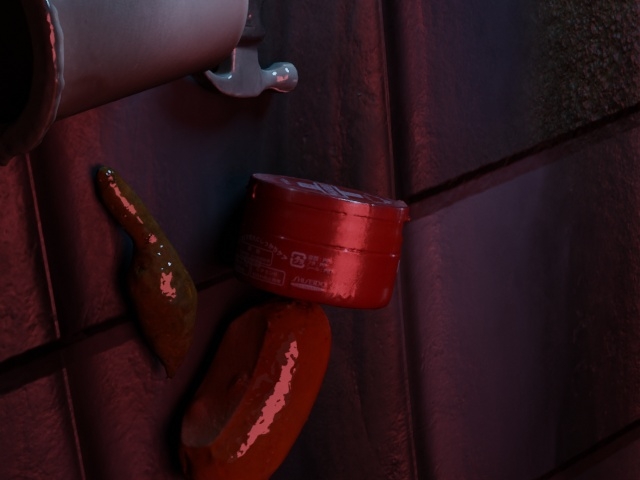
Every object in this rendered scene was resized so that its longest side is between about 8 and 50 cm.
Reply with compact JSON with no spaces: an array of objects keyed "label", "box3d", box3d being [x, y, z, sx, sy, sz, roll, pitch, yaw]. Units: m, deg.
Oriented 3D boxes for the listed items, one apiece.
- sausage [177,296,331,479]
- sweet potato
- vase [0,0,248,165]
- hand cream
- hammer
[{"label":"sausage","box3d":[-0.071,0.181,1.927,0.133,0.133,0.258,36,76,-42]},{"label":"sweet potato","box3d":[-0.180,0.036,1.821,0.074,0.074,0.269,-32,118,-32]},{"label":"vase","box3d":[-0.231,-0.229,1.609,0.291,0.245,0.245,-25,119,-45]},{"label":"hand cream","box3d":[0.000,0.000,1.894,0.193,0.193,0.125,5,100,-43]},{"label":"hammer","box3d":[-0.084,-0.271,1.839,0.158,0.041,0.226,-4,106,-44]}]
